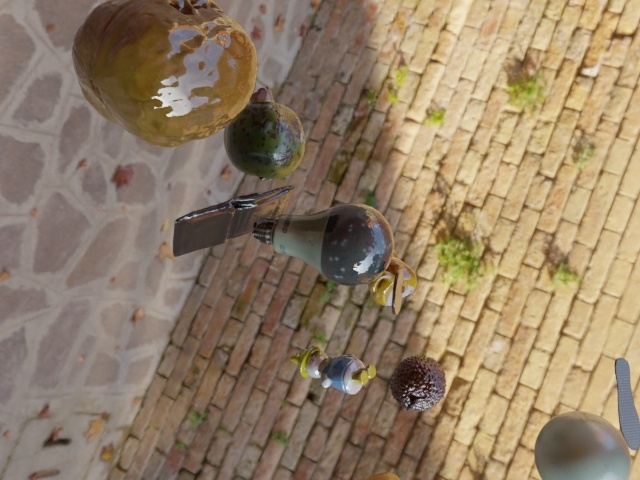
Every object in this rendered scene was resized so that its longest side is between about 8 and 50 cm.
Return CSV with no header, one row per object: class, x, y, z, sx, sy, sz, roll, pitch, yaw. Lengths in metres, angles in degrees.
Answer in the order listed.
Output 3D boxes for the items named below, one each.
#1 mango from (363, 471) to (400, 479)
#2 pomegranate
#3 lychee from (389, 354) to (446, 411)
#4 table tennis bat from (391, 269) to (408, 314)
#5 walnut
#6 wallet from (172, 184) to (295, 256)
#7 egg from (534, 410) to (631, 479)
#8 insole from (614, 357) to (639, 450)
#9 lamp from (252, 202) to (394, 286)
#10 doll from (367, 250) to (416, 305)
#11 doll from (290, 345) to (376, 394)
mango,0.097,0.551,1.235,0.219,0.144,0.112,-63,145,-30
pomegranate,-0.163,-0.309,1.872,0.254,0.254,0.271,-7,93,-66
lychee,0.283,0.421,1.862,0.197,0.165,0.165,-76,173,-55
table tennis bat,0.172,0.109,1.386,0.158,0.014,0.095,-13,106,-74
walnut,-0.324,-0.376,1.378,0.398,0.354,0.308,-35,155,-52
wallet,-0.226,-0.054,1.657,0.323,0.041,0.247,-22,164,-21
egg,0.535,0.446,1.315,0.183,0.183,0.264,-64,152,-12
insole,0.856,0.454,1.792,0.005,0.086,0.253,-29,-123,57
lamp,0.003,0.009,1.396,0.182,0.313,0.182,0,90,-89
doll,0.210,0.104,2.176,0.166,0.269,0.162,-28,118,-6
doll,0.028,0.343,1.715,0.135,0.241,0.099,-56,142,-29
